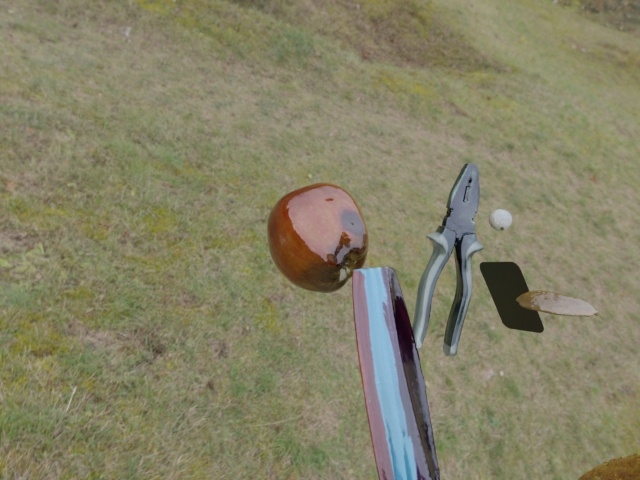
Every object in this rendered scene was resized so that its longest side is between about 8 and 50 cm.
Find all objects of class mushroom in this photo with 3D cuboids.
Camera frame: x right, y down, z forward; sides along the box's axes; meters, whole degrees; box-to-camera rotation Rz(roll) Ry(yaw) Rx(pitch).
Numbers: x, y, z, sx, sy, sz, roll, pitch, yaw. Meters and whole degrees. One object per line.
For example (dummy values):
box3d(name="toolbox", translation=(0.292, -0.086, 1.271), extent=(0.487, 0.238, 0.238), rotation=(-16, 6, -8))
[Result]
box3d(name="mushroom", translation=(0.677, -0.076, 1.768), extent=(0.085, 0.085, 0.079), rotation=(48, 1, 5))

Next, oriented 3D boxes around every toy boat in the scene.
box3d(name="toy boat", translation=(0.116, 0.231, 0.735), extent=(0.136, 0.079, 0.392), rotation=(21, 56, -54))

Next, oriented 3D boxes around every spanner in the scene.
box3d(name="spanner", translation=(0.217, 0.035, 0.772), extent=(0.096, 0.324, 0.040), rotation=(8, 8, -7))

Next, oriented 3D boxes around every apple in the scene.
box3d(name="apple", translation=(0.000, 0.000, 0.988), extent=(0.230, 0.230, 0.230), rotation=(20, 47, -23))

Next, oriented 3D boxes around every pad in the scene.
box3d(name="pad", translation=(0.646, 0.191, 1.589), extent=(0.004, 0.181, 0.267), rotation=(-28, 99, -23))

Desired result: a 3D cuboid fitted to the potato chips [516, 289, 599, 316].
box3d(name="potato chips", translation=(0.645, 0.167, 1.283), extent=(0.150, 0.202, 0.049), rotation=(0, 95, -37))

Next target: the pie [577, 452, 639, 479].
box3d(name="pie", translation=(0.506, 0.494, 0.803), extent=(0.092, 0.315, 0.315), rotation=(40, 41, 12))
